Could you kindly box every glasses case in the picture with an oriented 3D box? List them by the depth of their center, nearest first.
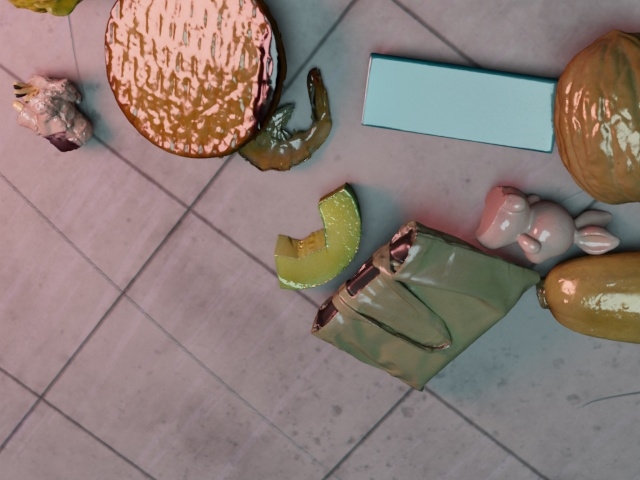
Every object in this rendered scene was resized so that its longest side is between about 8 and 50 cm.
[{"bbox_3d":[0.220,-0.218,1.920,0.301,0.070,0.117,10,108,7],"label":"glasses case"}]

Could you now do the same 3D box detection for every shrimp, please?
[{"bbox_3d":[-0.062,-0.224,1.972,0.173,0.058,0.253,11,115,-2],"label":"shrimp"}]

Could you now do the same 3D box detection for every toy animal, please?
[{"bbox_3d":[0.360,-0.010,1.961,0.213,0.124,0.124,19,115,-6],"label":"toy animal"}]

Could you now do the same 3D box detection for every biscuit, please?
[{"bbox_3d":[-0.200,-0.283,1.939,0.318,0.040,0.317,7,108,21],"label":"biscuit"}]

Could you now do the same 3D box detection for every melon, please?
[{"bbox_3d":[0.000,0.000,2.052,0.209,0.064,0.118,-35,104,24],"label":"melon"}]

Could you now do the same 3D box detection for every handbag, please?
[{"bbox_3d":[0.164,0.109,2.011,0.253,0.109,0.316,28,126,-23],"label":"handbag"}]

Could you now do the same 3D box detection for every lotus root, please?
[{"bbox_3d":[0.495,0.089,1.965,0.303,0.131,0.146,2,115,9],"label":"lotus root"}]

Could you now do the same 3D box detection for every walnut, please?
[{"bbox_3d":[0.452,-0.181,1.816,0.225,0.225,0.261,-9,105,13],"label":"walnut"}]

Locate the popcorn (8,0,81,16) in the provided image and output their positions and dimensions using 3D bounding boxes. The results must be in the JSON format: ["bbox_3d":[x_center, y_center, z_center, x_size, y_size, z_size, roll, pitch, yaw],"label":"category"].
[{"bbox_3d":[-0.403,-0.465,1.855,0.237,0.206,0.251,18,84,17],"label":"popcorn"}]

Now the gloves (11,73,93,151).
[{"bbox_3d":[-0.434,-0.214,2.018,0.110,0.094,0.144,12,140,30],"label":"gloves"}]
